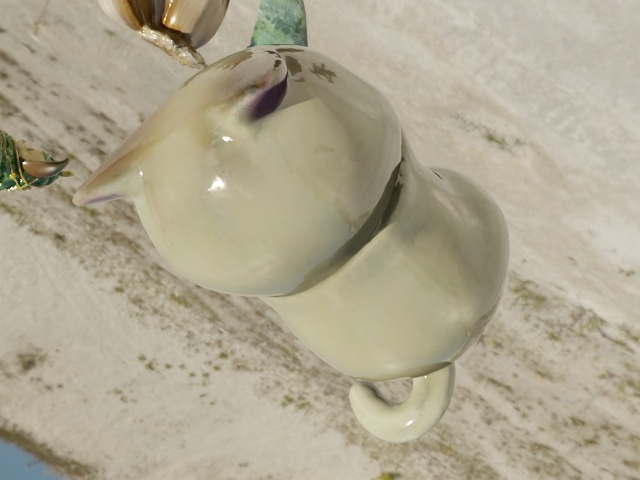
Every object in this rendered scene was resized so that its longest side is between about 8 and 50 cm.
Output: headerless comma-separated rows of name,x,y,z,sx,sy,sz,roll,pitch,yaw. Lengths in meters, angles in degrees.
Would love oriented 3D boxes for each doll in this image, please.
doll,-0.320,-0.070,0.722,0.113,0.076,0.078,30,156,-32
doll,0.013,-0.012,0.581,0.215,0.226,0.370,-17,133,33

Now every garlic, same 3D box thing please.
garlic,-0.176,-0.333,0.943,0.257,0.207,0.207,-8,144,37

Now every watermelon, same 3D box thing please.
watermelon,-0.060,-0.267,0.895,0.081,0.180,0.094,11,-162,-22
